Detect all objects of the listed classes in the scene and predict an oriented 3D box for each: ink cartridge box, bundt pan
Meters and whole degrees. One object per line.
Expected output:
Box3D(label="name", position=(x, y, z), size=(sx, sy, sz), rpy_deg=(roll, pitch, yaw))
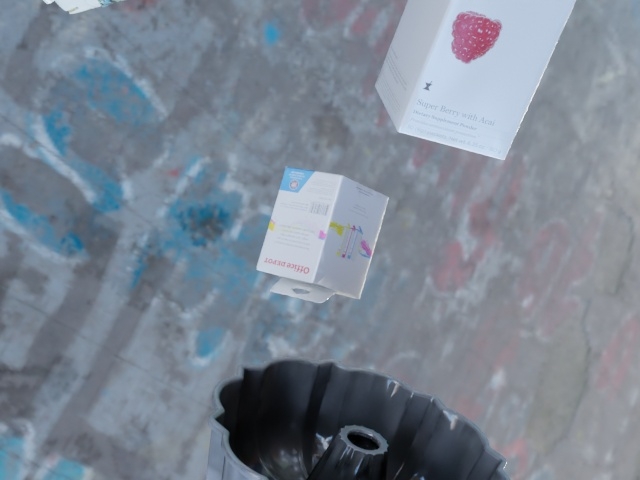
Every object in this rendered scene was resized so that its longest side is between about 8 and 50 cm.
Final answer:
Box3D(label="ink cartridge box", position=(0.000, 0.000, 1.346), size=(0.090, 0.092, 0.143), rpy_deg=(21, 84, -48))
Box3D(label="bundt pan", position=(0.028, 0.257, 1.238), size=(0.331, 0.331, 0.124), rpy_deg=(-9, 124, -48))

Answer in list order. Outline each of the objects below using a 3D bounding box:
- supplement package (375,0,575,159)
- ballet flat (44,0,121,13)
Box3D(label="supplement package", position=(0.221, -0.297, 1.690), size=(0.177, 0.175, 0.293), rpy_deg=(13, 116, -16))
Box3D(label="ballet flat", position=(-0.239, -0.250, 1.144), size=(0.070, 0.188, 0.070), rpy_deg=(-10, 111, -27))
